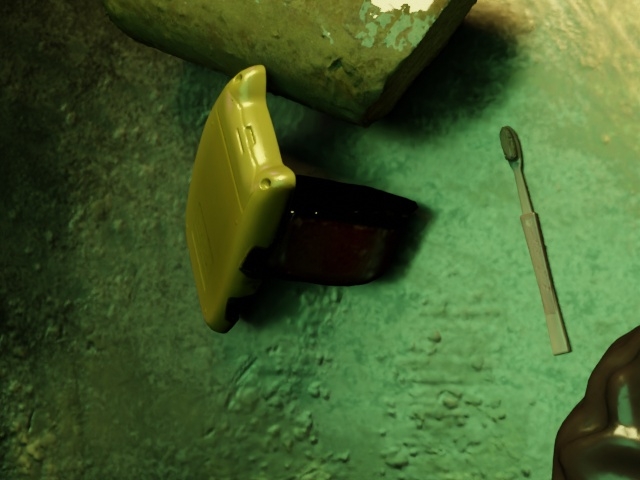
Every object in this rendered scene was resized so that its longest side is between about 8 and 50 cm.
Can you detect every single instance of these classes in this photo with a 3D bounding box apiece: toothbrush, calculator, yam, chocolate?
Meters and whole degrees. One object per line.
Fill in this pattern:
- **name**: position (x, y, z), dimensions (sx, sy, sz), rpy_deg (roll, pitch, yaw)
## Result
- **toothbrush**: position (0.175, -0.001, 1.050), dimensions (0.014, 0.017, 0.194), rpy_deg (-16, 84, 24)
- **calculator**: position (-0.077, -0.024, 1.054), dimensions (0.033, 0.236, 0.157), rpy_deg (-3, 56, -22)
- **yam**: position (-0.021, -0.201, 1.052), dimensions (0.304, 0.168, 0.168), rpy_deg (24, 95, 20)
- **chocolate**: position (0.000, 0.000, 1.067), dimensions (0.148, 0.125, 0.080), rpy_deg (12, 108, 16)

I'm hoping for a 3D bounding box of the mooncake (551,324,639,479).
- **mooncake**: position (0.306, 0.183, 0.929), dimensions (0.283, 0.141, 0.283), rpy_deg (-1, 88, 22)
